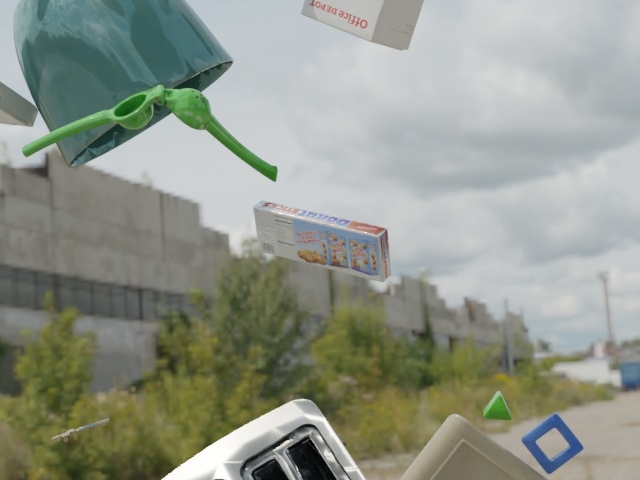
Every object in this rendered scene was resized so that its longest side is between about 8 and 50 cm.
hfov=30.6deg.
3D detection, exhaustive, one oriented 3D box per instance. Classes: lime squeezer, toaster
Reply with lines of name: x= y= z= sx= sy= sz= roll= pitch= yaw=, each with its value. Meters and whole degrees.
lime squeezer: x=-0.199 y=-0.139 z=1.410 sx=0.310 sy=0.059 sz=0.110 roll=4 pitch=-41 yaw=-10
toaster: x=-0.028 y=0.224 z=0.853 sx=0.168 sy=0.185 sz=0.110 roll=-30 pitch=-45 yaw=-7

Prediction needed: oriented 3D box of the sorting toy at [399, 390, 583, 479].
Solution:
sorting toy: x=0.209 y=0.363 z=1.624 sx=0.196 sy=0.347 sz=0.047 roll=37 pitch=7 yaw=2

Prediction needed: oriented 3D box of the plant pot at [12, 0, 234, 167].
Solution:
plant pot: x=-0.312 y=-0.285 z=1.731 sx=0.293 sy=0.235 sz=0.293 roll=-32 pitch=3 yaw=2

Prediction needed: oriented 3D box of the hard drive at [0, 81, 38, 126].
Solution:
hard drive: x=-0.608 y=-0.240 z=1.763 sx=0.307 sy=0.040 sz=0.203 roll=9 pitch=-14 yaw=25

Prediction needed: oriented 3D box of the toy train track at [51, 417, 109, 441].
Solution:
toy train track: x=-0.336 y=0.270 z=1.643 sx=0.083 sy=0.014 sz=0.048 roll=-20 pitch=2 yaw=-2

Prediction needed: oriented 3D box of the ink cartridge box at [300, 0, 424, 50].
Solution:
ink cartridge box: x=0.071 y=-0.359 z=1.514 sx=0.139 sy=0.190 sz=0.082 roll=29 pitch=17 yaw=38

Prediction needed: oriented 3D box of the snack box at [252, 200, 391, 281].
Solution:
snack box: x=0.000 y=0.000 z=1.382 sx=0.178 sy=0.064 sz=0.022 roll=13 pitch=35 yaw=31
